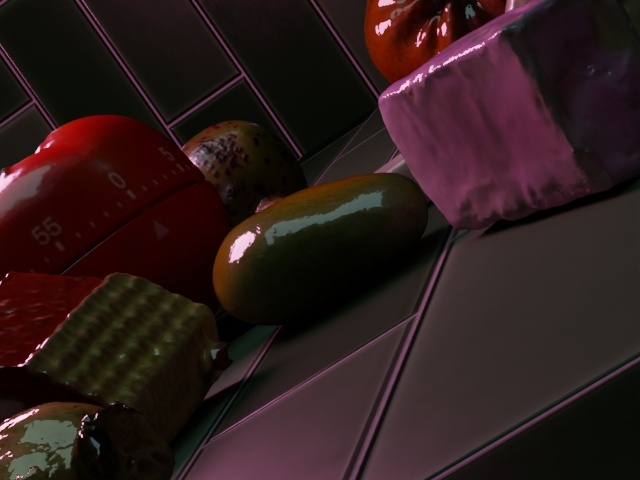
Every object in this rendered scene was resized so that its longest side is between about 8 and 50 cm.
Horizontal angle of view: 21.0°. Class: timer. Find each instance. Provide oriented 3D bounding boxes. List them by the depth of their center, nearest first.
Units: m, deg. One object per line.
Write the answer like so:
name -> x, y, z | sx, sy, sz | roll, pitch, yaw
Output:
timer -> -0.279, 0.043, 1.974 | 0.378, 0.279, 0.378 | -39, -3, -2

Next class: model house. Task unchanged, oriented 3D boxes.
model house -> -0.217, 0.132, 1.572 | 0.254, 0.160, 0.196 | -3, 25, 22

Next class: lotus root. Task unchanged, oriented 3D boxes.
lotus root -> -0.199, 0.195, 1.176 | 0.303, 0.131, 0.146 | -31, 30, 41

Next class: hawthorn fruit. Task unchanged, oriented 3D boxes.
hawthorn fruit -> 0.201, -0.282, 2.188 | 0.277, 0.277, 0.298 | -33, -21, 16

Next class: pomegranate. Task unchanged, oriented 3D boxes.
pomegranate -> -0.091, -0.049, 2.257 | 0.202, 0.202, 0.248 | -37, 33, -23

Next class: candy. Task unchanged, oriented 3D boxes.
candy -> 0.169, -0.106, 1.409 | 0.116, 0.155, 0.265 | -32, 5, -23

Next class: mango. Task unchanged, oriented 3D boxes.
mango -> 0.000, 0.000, 1.678 | 0.251, 0.114, 0.156 | -32, -1, 31

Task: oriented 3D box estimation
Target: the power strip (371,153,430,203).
power strip -> 0.113, -0.076, 1.926 | 0.338, 0.058, 0.098 | -36, 6, -9

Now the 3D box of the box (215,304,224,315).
box -> -0.131, 0.078, 2.203 | 0.083, 0.024, 0.054 | -39, 9, -33

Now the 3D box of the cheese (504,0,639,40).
cheese -> 0.252, -0.229, 1.532 | 0.248, 0.251, 0.173 | -36, 2, 27
